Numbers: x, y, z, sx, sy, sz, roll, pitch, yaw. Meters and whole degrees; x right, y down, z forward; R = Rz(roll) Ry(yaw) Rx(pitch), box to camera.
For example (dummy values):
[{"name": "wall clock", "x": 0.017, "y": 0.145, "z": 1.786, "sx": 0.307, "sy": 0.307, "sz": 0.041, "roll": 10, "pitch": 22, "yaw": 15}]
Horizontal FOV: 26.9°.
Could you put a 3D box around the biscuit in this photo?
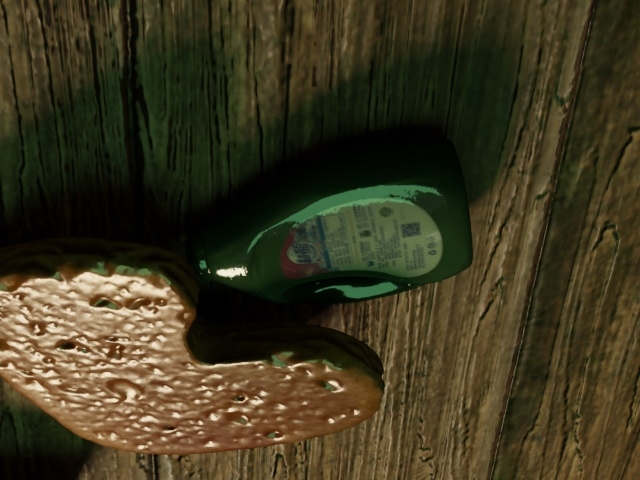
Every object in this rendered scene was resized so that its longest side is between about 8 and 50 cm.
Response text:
[{"name": "biscuit", "x": -0.109, "y": 0.071, "z": 0.964, "sx": 0.262, "sy": 0.052, "sz": 0.277, "roll": -15, "pitch": 140, "yaw": 25}]

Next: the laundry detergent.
[{"name": "laundry detergent", "x": 0.000, "y": 0.000, "z": 0.948, "sx": 0.210, "sy": 0.063, "sz": 0.137, "roll": -13, "pitch": 140, "yaw": 1}]
